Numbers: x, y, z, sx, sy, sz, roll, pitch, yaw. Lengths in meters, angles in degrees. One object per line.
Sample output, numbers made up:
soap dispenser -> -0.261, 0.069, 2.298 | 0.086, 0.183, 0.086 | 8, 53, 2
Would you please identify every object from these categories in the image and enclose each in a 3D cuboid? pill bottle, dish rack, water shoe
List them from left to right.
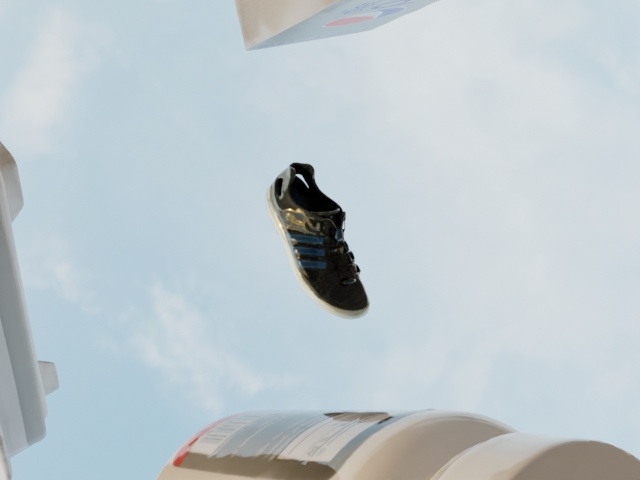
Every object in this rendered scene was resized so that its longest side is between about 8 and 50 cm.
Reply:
dish rack -> -0.281, -0.008, 0.699 | 0.072, 0.333, 0.285 | -27, -126, -28
water shoe -> 0.000, 0.000, 1.140 | 0.073, 0.080, 0.203 | -21, -110, -38
pill bottle -> 0.031, 0.167, 0.482 | 0.161, 0.283, 0.161 | 6, -101, -31

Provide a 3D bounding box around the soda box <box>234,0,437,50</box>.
soda box -> 0.030, -0.165, 0.467 | 0.091, 0.286, 0.098 | -14, -82, -18
